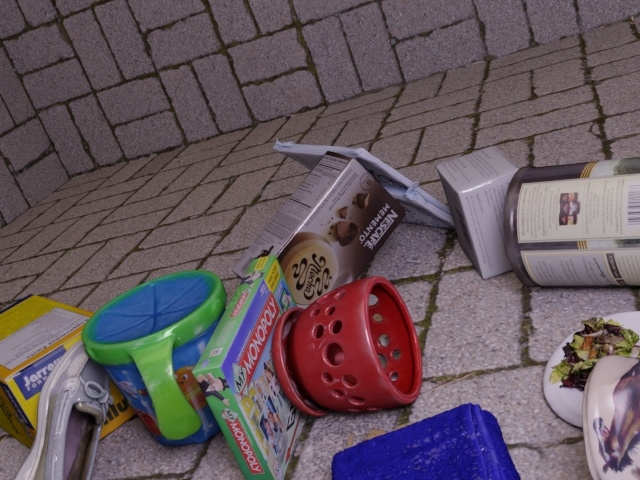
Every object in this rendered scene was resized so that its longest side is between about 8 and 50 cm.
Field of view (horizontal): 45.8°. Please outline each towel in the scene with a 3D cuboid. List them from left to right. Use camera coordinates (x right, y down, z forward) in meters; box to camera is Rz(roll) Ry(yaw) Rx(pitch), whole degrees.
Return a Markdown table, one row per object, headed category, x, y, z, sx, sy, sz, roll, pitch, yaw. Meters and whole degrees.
| category | x | y | z | sx | sy | sz | roll | pitch | yaw |
| --- | --- | --- | --- | --- | --- | --- | --- | --- | --- |
| towel | 0.121 | 0.308 | 0.828 | 0.228 | 0.076 | 0.308 | -18 | 24 | 5 |

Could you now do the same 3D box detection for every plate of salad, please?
| category | x | y | z | sx | sy | sz | roll | pitch | yaw |
| --- | --- | --- | --- | --- | --- | --- | --- | --- | --- |
| plate of salad | 0.378 | 0.157 | 0.967 | 0.200 | 0.048 | 0.199 | -27 | 28 | 16 |

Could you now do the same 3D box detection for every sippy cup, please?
| category | x | y | z | sx | sy | sz | roll | pitch | yaw |
| --- | --- | --- | --- | --- | --- | --- | --- | --- | --- |
| sippy cup | -0.232 | 0.199 | 1.225 | 0.240 | 0.224 | 0.305 | -6 | 25 | 29 |

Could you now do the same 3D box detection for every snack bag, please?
| category | x | y | z | sx | sy | sz | roll | pitch | yaw |
| --- | --- | --- | --- | --- | --- | --- | --- | --- | --- |
| snack bag | 0.103 | -0.113 | 1.593 | 0.323 | 0.343 | 0.037 | 15 | 78 | 54 |

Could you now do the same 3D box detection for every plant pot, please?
| category | x | y | z | sx | sy | sz | roll | pitch | yaw |
| --- | --- | --- | --- | --- | --- | --- | --- | --- | --- |
| plant pot | 0.038 | 0.166 | 1.122 | 0.174 | 0.191 | 0.191 | -22 | 19 | 26 |

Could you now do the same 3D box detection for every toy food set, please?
| category | x | y | z | sx | sy | sz | roll | pitch | yaw |
| --- | --- | --- | --- | --- | --- | --- | --- | --- | --- |
| toy food set | 0.098 | 0.279 | 1.017 | 0.122 | 0.019 | 0.078 | -9 | 23 | 9 |

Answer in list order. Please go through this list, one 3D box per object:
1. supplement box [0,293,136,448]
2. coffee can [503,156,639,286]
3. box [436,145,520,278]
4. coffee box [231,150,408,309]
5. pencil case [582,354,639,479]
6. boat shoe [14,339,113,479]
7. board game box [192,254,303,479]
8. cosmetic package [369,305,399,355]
| category | x | y | z | sx | sy | sz | roll | pitch | yaw |
| --- | --- | --- | --- | --- | --- | --- | --- | --- | --- |
| supplement box | -0.515 | 0.247 | 1.411 | 0.194 | 0.195 | 0.357 | -36 | 25 | -33 |
| coffee can | 0.454 | -0.027 | 1.173 | 0.275 | 0.201 | 0.201 | -2 | 28 | 38 |
| box | 0.311 | -0.056 | 1.400 | 0.119 | 0.180 | 0.182 | -19 | 21 | 3 |
| coffee box | 0.000 | 0.000 | 1.421 | 0.297 | 0.168 | 0.119 | -51 | 28 | -7 |
| pencil case | 0.458 | 0.187 | 0.707 | 0.411 | 0.159 | 0.183 | -8 | 36 | 30 |
| boat shoe | -0.379 | 0.302 | 1.172 | 0.103 | 0.118 | 0.320 | -4 | 50 | 19 |
| board game box | -0.083 | 0.186 | 1.136 | 0.046 | 0.213 | 0.317 | -14 | 23 | 17 |
| cosmetic package | 0.099 | 0.154 | 1.282 | 0.060 | 0.041 | 0.115 | -30 | 23 | -22 |
